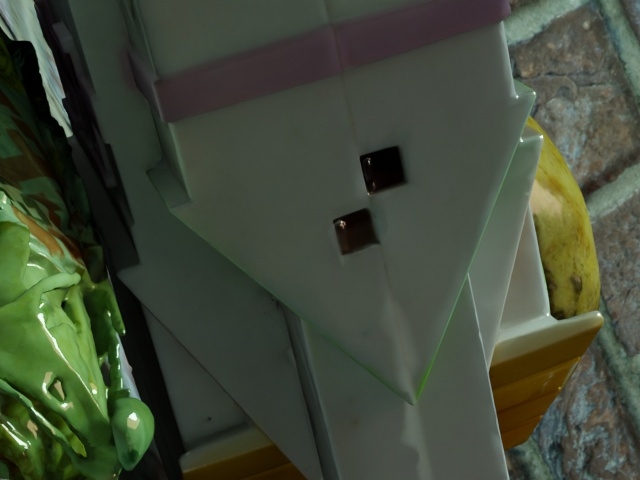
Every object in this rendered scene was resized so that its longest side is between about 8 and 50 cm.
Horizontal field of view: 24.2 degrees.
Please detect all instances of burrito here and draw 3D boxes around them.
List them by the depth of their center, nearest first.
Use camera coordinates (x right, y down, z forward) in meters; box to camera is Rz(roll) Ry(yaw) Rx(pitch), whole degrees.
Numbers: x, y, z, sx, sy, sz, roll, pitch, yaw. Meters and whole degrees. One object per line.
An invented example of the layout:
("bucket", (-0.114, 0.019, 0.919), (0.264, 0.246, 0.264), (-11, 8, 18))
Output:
("burrito", (-0.109, -0.027, 0.451), (0.104, 0.054, 0.288), (61, 1, -39))

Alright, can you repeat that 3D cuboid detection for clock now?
("clock", (0.000, 0.000, 0.575), (0.235, 0.166, 0.310), (-131, -154, -64))

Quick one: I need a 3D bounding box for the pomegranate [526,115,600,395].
("pomegranate", (0.030, 0.023, 0.857), (0.260, 0.260, 0.260), (61, 0, 0))
